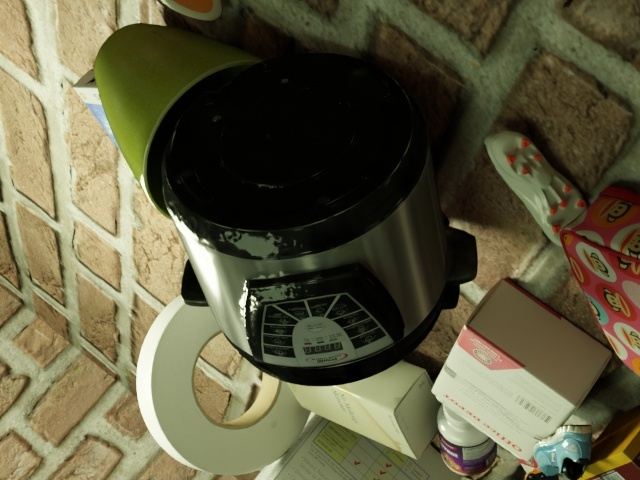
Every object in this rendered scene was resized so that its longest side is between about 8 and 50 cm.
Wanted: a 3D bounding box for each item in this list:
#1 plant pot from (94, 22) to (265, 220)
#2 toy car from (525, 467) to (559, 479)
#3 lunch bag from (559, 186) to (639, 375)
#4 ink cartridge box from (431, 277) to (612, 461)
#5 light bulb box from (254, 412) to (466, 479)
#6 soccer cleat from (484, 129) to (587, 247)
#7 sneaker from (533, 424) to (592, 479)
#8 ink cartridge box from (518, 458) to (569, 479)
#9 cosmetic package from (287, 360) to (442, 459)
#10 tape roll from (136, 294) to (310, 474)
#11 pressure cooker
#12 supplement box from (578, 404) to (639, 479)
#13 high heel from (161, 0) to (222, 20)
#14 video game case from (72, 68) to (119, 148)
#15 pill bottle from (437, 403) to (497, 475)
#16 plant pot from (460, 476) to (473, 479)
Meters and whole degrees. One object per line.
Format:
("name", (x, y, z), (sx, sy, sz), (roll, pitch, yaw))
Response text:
("plant pot", (-0.220, -0.215, 1.797), (0.293, 0.274, 0.275), (43, 162, 39))
("toy car", (0.397, 0.435, 2.004), (0.122, 0.060, 0.040), (55, -175, -12))
("lunch bag", (0.420, 0.077, 1.453), (0.258, 0.120, 0.293), (28, 156, 53))
("ink cartridge box", (0.310, 0.212, 1.857), (0.207, 0.117, 0.283), (35, 155, 12))
("light bulb box", (0.063, 0.550, 2.489), (0.358, 0.361, 0.225), (43, 157, -4))
("soccer cleat", (0.282, -0.069, 1.508), (0.196, 0.068, 0.076), (49, 176, -24))
("sneaker", (0.371, 0.337, 1.794), (0.063, 0.073, 0.162), (2, 153, -8))
("ink cartridge box", (0.436, 0.412, 2.063), (0.127, 0.072, 0.175), (9, 140, 49))
("cosmetic package", (0.077, 0.287, 2.258), (0.309, 0.113, 0.160), (18, 147, 42))
("tape roll", (-0.181, 0.276, 2.355), (0.392, 0.392, 0.072), (51, 153, -22))
("pressure cooker", (0.002, -0.005, 1.652), (0.370, 0.375, 0.420), (34, 154, 35))
("supplement box", (0.521, 0.359, 1.769), (0.194, 0.129, 0.191), (43, 156, 5))
("high heel", (-0.244, -0.408, 1.711), (0.244, 0.082, 0.117), (33, -174, -13))
("video game case", (-0.302, -0.193, 2.143), (0.244, 0.061, 0.269), (11, 142, 50))
("pill bottle", (0.270, 0.345, 2.150), (0.108, 0.108, 0.193), (28, 152, 27))
("plant pot", (0.366, 0.625, 2.149), (0.323, 0.280, 0.323), (21, 172, 3))
